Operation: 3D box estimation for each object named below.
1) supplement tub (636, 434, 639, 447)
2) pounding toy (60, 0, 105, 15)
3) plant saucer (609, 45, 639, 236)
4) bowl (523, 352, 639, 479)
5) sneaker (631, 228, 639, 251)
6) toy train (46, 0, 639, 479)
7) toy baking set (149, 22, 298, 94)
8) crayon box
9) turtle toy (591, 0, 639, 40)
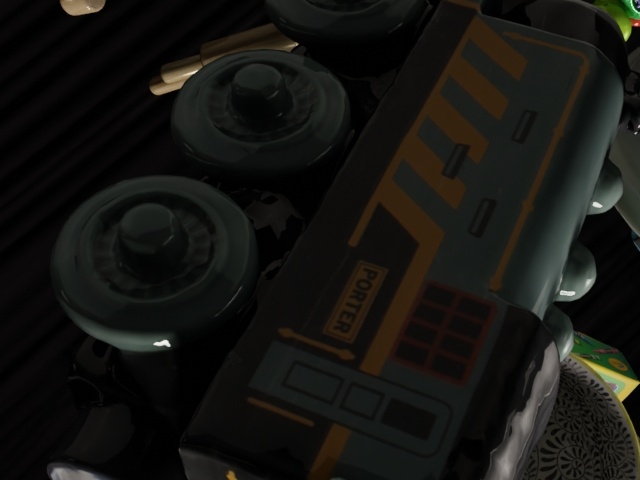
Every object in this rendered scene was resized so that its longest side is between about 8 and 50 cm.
[{"bbox_3d":[0.300,0.326,1.153,0.325,0.235,0.235,51,167,9],"label":"supplement tub"},{"bbox_3d":[-0.236,-0.298,0.892,0.094,0.181,0.206,-1,138,28],"label":"pounding toy"},{"bbox_3d":[0.352,-0.075,0.517,0.400,0.400,0.101,38,143,42],"label":"plant saucer"},{"bbox_3d":[0.110,0.140,0.626,0.170,0.170,0.080,49,-176,7],"label":"bowl"},{"bbox_3d":[0.692,-0.068,1.688,0.139,0.341,0.125,31,-151,-23],"label":"sneaker"},{"bbox_3d":[0.026,-0.006,0.435,0.190,0.334,0.142,20,144,15],"label":"toy train"},{"bbox_3d":[-0.033,-0.187,0.919,0.197,0.256,0.030,-52,-53,-73],"label":"toy baking set"},{"bbox_3d":[0.335,0.211,1.532,0.278,0.165,0.081,24,-153,-26],"label":"crayon box"},{"bbox_3d":[0.276,-0.216,0.848,0.066,0.130,0.095,59,-179,3],"label":"turtle toy"}]
